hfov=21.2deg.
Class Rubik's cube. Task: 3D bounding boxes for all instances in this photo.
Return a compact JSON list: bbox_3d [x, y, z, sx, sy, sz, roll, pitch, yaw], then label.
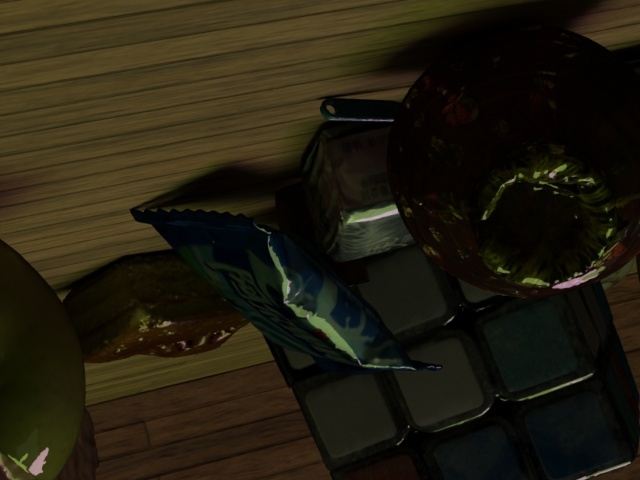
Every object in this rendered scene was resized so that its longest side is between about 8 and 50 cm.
[{"bbox_3d":[0.174,0.130,2.076,0.362,0.363,0.359,-23,-174,13],"label":"Rubik's cube"}]

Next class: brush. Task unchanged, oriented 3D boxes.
[{"bbox_3d":[0.071,-0.115,1.526,0.164,0.051,0.014,0,162,-32],"label":"brush"}]

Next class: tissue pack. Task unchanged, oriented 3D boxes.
[{"bbox_3d":[0.168,-0.077,1.716,0.361,0.122,0.259,-13,170,-6],"label":"tissue pack"}]

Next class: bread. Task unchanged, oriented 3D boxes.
[{"bbox_3d":[-0.181,0.081,2.124,0.234,0.110,0.184,-8,168,-39],"label":"bread"}]

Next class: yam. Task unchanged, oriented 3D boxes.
[{"bbox_3d":[0.000,0.000,1.879,0.084,0.127,0.084,-17,177,-1],"label":"yam"}]

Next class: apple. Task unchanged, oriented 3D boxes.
[{"bbox_3d":[-0.351,0.123,1.488,0.292,0.292,0.254,-12,-161,-22],"label":"apple"}]

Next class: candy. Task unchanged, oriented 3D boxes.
[{"bbox_3d":[-0.032,0.055,1.779,0.187,0.077,0.331,1,146,43],"label":"candy"}]

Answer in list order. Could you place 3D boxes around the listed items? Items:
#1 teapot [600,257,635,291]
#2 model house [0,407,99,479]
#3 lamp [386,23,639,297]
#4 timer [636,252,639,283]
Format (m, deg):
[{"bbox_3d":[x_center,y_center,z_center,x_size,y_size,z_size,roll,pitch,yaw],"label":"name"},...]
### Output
[{"bbox_3d":[0.397,0.020,2.651,0.220,0.149,0.318,-27,167,18],"label":"teapot"},{"bbox_3d":[-0.486,0.264,1.868,0.395,0.445,0.400,-11,133,5],"label":"model house"},{"bbox_3d":[0.174,-0.060,1.423,0.247,0.247,0.247,-15,172,-2],"label":"lamp"},{"bbox_3d":[0.630,-0.013,2.348,0.387,0.376,0.376,-56,157,17],"label":"timer"}]
